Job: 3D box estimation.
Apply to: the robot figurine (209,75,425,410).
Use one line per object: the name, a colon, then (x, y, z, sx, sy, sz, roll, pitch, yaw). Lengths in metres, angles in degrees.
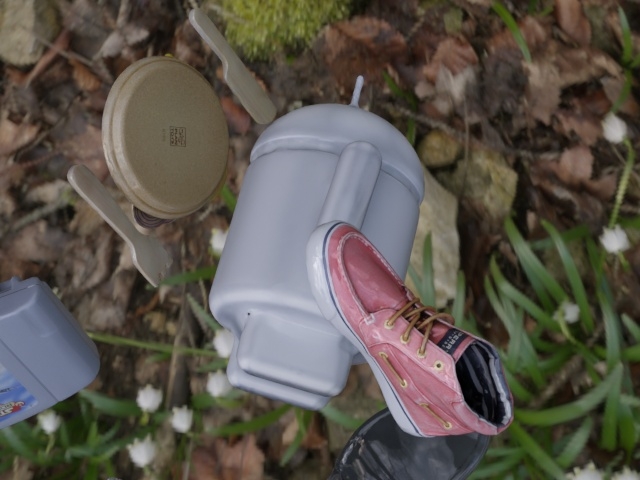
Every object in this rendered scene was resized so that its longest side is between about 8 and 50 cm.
robot figurine: (0.000, 0.000, 1.259, 0.199, 0.353, 0.300, 19, 158, -10)

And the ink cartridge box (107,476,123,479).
ink cartridge box: (-0.221, 0.327, 1.071, 0.045, 0.145, 0.179, 30, 95, -14)

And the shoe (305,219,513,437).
shoe: (0.063, 0.059, 0.772, 0.081, 0.063, 0.178, -9, 118, 47)

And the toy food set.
toy food set: (-0.119, -0.074, 0.877, 0.038, 0.192, 0.132, -2, 136, 42)

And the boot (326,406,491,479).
boot: (0.089, 0.237, 1.057, 0.263, 0.091, 0.229, -44, 149, 18)

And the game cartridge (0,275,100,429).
game cartridge: (-0.400, 0.148, 1.242, 0.297, 0.062, 0.198, -21, 140, 2)
